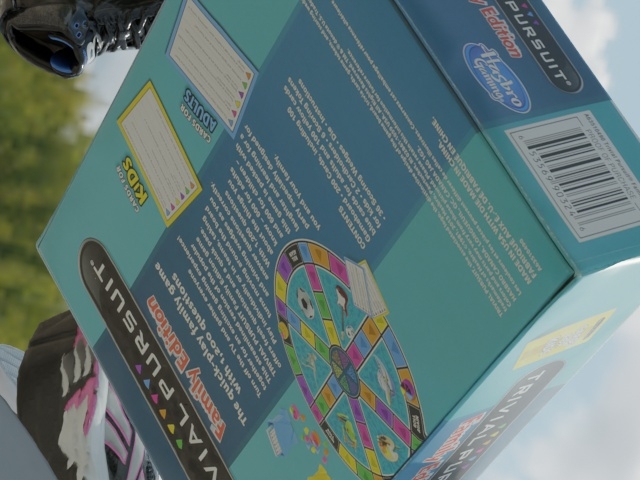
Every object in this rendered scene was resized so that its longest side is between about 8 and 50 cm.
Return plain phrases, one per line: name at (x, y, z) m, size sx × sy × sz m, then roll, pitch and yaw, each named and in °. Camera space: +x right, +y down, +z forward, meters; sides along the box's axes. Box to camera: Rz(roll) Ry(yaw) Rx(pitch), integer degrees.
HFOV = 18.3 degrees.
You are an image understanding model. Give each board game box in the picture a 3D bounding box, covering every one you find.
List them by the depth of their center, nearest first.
board game box at (0.000, 0.000, 0.934) m, size 0.254 × 0.079 × 0.336 m, roll 59°, pitch -39°, yaw 21°

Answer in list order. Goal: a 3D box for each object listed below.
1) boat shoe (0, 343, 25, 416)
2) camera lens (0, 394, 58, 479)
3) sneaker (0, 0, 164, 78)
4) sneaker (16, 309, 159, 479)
boat shoe at (-0.264, 0.184, 1.888) m, size 0.076 × 0.226 × 0.083 m, roll -33°, pitch -139°, yaw 11°
camera lens at (-0.224, 0.159, 0.652) m, size 0.274 × 0.219 × 0.219 m, roll -32°, pitch -155°, yaw 6°
sneaker at (-0.193, -0.190, 1.853) m, size 0.121 × 0.217 × 0.079 m, roll -92°, pitch -170°, yaw -52°
sneaker at (-0.139, 0.128, 1.235) m, size 0.072 × 0.077 × 0.178 m, roll -8°, pitch -101°, yaw 36°
